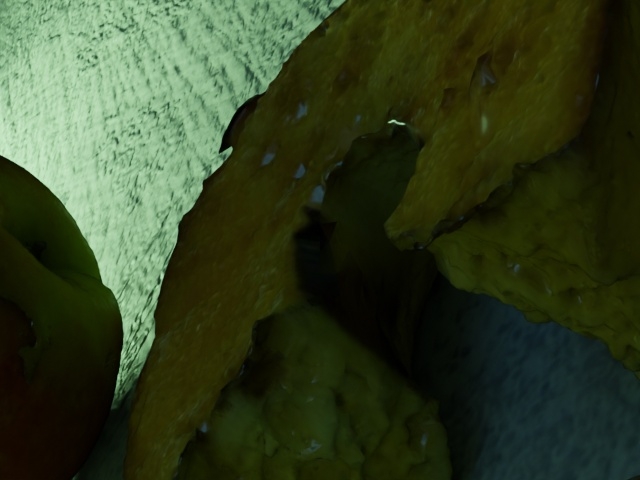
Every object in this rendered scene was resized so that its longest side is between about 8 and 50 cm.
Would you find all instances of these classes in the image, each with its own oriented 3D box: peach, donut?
[{"bbox_3d":[-0.350,0.102,1.395,0.370,0.370,0.370,-43,29,30],"label":"peach"},{"bbox_3d":[0.071,-0.013,0.966,0.435,0.163,0.378,-40,28,38],"label":"donut"}]

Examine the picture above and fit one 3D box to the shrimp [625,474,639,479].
[{"bbox_3d":[0.102,0.286,0.646,0.221,0.110,0.446,-17,42,44],"label":"shrimp"}]
